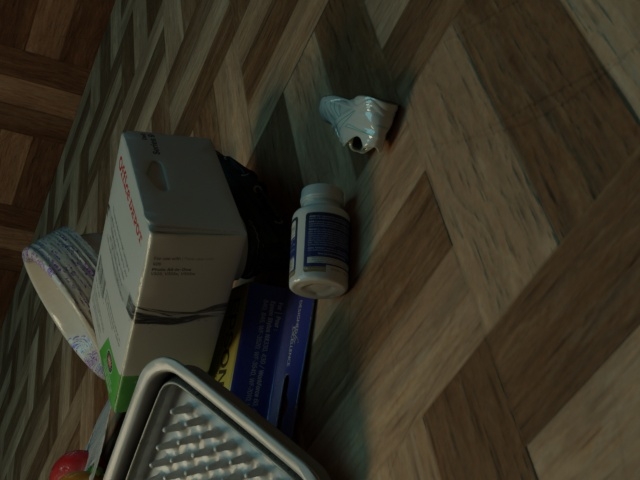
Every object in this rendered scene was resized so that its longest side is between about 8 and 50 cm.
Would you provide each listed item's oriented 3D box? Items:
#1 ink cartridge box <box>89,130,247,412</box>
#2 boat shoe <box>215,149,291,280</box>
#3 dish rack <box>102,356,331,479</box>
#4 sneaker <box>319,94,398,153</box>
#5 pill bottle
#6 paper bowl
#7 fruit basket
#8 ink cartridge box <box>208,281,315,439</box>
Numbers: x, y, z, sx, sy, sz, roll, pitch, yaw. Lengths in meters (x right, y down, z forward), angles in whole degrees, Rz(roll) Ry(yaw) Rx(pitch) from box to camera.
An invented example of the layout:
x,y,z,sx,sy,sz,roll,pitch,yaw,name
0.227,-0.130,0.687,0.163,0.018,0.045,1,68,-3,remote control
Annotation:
x,y,z,sx,sy,sz,roll,pitch,yaw,name
-0.199,0.039,1.214,0.211,0.121,0.289,-116,36,-46,ink cartridge box
-0.120,-0.049,1.334,0.340,0.113,0.127,-136,51,-59,boat shoe
-0.124,0.320,1.076,0.285,0.072,0.333,33,112,31,dish rack
0.034,-0.132,1.101,0.152,0.053,0.061,-160,81,-66,sneaker
0.000,0.000,1.089,0.067,0.067,0.120,-38,44,56,pill bottle
-0.409,0.101,1.772,0.284,0.148,0.284,43,154,27,paper bowl
-0.440,0.488,1.785,0.327,0.165,0.353,-58,14,36,fruit basket
-0.116,0.211,1.237,0.307,0.072,0.304,153,129,-65,ink cartridge box
